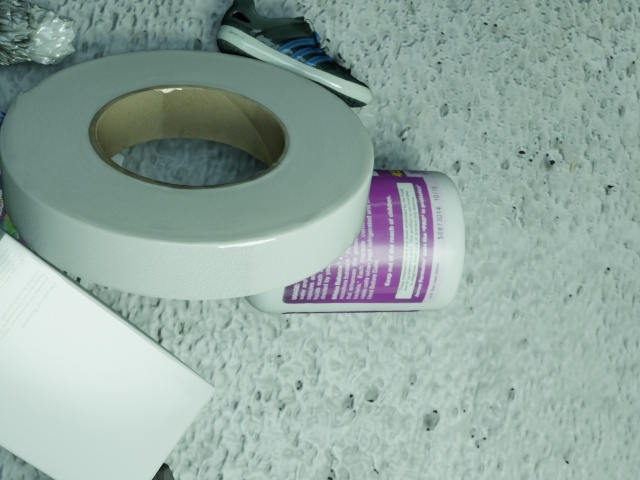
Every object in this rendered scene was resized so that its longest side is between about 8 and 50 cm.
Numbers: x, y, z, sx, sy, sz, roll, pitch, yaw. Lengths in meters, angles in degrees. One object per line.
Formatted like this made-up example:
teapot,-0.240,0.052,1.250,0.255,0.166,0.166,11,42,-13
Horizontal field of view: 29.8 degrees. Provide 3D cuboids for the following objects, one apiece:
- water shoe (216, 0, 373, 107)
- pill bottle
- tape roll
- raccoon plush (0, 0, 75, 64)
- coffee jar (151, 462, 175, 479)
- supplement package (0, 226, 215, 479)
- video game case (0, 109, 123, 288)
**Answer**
water shoe,-0.021,-0.226,1.430,0.203,0.073,0.080,23,80,-12
pill bottle,0.000,0.000,1.379,0.301,0.169,0.169,0,89,-13
tape roll,-0.139,-0.083,1.264,0.391,0.392,0.072,-1,127,-12
raccoon plush,-0.510,-0.162,1.266,0.446,0.216,0.299,16,93,-12
coffee jar,-0.249,0.316,1.363,0.184,0.079,0.096,-14,93,-13
supplement package,-0.292,0.127,1.265,0.293,0.177,0.175,41,81,-29
video game case,-0.331,-0.030,1.348,0.183,0.023,0.201,20,80,-31
